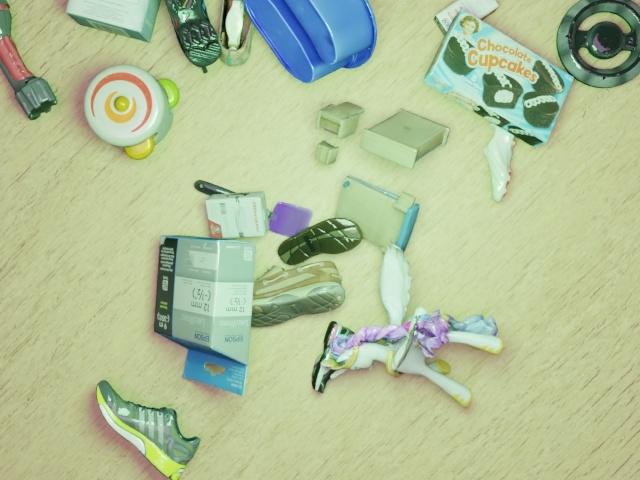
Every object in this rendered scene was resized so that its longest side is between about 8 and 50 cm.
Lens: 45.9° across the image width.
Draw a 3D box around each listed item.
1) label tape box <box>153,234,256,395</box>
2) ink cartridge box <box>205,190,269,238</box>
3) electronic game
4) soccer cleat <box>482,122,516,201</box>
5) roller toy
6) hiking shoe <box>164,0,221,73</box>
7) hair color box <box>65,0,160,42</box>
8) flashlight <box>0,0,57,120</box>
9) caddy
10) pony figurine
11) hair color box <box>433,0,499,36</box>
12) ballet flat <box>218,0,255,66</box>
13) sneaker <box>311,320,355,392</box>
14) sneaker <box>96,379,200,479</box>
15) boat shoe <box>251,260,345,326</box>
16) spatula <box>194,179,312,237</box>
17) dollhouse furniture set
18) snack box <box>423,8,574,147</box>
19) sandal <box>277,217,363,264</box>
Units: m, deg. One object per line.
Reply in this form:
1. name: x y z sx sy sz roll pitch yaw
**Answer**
1. label tape box: -0.274 0.166 1.738 0.115 0.249 0.348 6 89 -42
2. ink cartridge box: -0.197 -0.061 1.807 0.135 0.056 0.099 -2 109 11
3. electronic game: 0.686 -0.483 1.825 0.229 0.048 0.229 0 90 2
4. soccer cleat: 0.426 -0.190 1.824 0.076 0.068 0.196 9 83 5
5. roller toy: -0.455 -0.310 1.787 0.191 0.146 0.209 22 91 1
6. hiking shoe: -0.322 -0.550 1.776 0.113 0.132 0.304 -14 96 -15
7. hair color box: -0.459 -0.687 1.802 0.185 0.113 0.375 15 91 -1
8. flashlight: -0.737 -0.450 1.813 0.103 0.103 0.304 -31 90 -10
9. caddy: -0.016 -0.533 1.725 0.179 0.241 0.341 -41 99 -31
10. pony figurine: 0.213 0.219 1.716 0.363 0.303 0.351 13 126 -11
11. hair color box: 0.352 -0.551 1.830 0.141 0.043 0.072 -33 91 0
12. ballet flat: -0.187 -0.577 1.803 0.107 0.106 0.316 5 90 3
13. sneaker: 0.036 0.290 1.827 0.077 0.072 0.178 19 96 -10
14. sneaker: -0.416 0.436 1.823 0.300 0.111 0.121 44 80 -5
15. boat shoe: -0.100 0.125 1.815 0.324 0.123 0.116 -11 57 9
16. spatula: -0.169 -0.085 1.842 0.296 0.030 0.084 21 107 2
17. dollhouse furniture set: 0.133 -0.150 1.826 0.286 0.198 0.303 26 123 21
18. snack box: 0.422 -0.380 1.780 0.322 0.060 0.187 28 77 -9
19. sandal: 0.000 0.000 1.817 0.219 0.060 0.090 -23 101 25
